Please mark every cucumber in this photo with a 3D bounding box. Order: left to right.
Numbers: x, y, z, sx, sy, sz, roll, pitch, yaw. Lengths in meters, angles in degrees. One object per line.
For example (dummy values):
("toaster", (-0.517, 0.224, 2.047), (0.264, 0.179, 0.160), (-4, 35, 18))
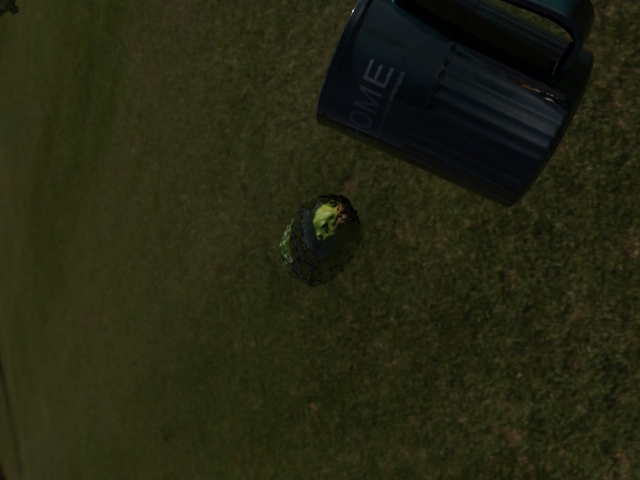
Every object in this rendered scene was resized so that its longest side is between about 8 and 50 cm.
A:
("cucumber", (0.000, 0.000, 0.617), (0.227, 0.069, 0.069), (123, 137, -79))

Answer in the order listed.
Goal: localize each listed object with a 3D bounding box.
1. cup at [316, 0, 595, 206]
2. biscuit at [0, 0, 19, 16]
("cup", (0.186, -0.225, 0.947), (0.292, 0.242, 0.307), (28, 123, 5))
("biscuit", (-0.228, -0.229, 0.516), (0.121, 0.199, 0.040), (46, -177, 23))
